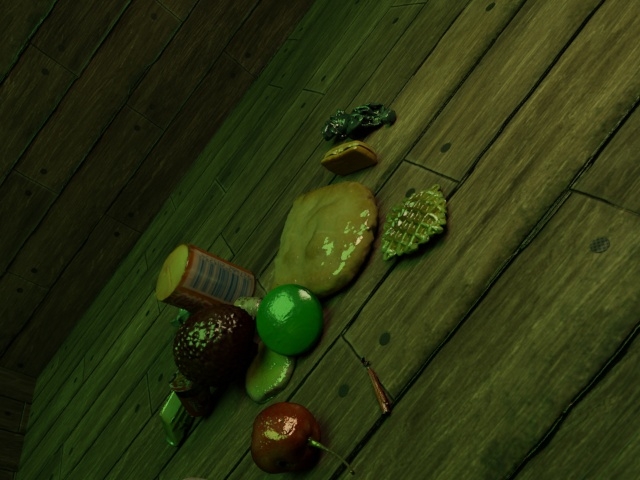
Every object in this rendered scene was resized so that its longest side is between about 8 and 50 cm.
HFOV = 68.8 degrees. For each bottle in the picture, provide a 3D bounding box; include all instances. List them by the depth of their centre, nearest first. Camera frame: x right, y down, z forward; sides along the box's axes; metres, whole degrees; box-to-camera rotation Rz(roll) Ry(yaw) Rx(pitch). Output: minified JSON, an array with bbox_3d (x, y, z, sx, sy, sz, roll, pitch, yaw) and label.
[{"bbox_3d":[-0.225,0.237,1.587,0.152,0.099,0.098,-3,58,47],"label":"bottle"}]

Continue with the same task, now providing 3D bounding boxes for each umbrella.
[{"bbox_3d":[0.138,-0.451,1.749,0.349,0.094,0.143,9,72,53],"label":"umbrella"}]

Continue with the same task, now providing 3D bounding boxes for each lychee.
[{"bbox_3d":[-0.323,0.318,1.452,0.261,0.261,0.260,-33,38,31],"label":"lychee"}]

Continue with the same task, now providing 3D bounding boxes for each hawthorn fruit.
[{"bbox_3d":[-0.037,0.468,1.089,0.286,0.165,0.165,-9,53,37],"label":"hawthorn fruit"}]

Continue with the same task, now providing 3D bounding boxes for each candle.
[{"bbox_3d":[0.130,0.336,1.095,0.026,0.021,0.167,-37,34,10],"label":"candle"}]

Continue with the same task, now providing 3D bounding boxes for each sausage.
[{"bbox_3d":[-0.423,0.164,1.731,0.233,0.287,0.233,-31,45,36],"label":"sausage"}]

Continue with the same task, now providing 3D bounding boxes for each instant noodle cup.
[{"bbox_3d":[-0.413,0.497,1.527,0.127,0.135,0.127,-10,25,4],"label":"instant noodle cup"}]

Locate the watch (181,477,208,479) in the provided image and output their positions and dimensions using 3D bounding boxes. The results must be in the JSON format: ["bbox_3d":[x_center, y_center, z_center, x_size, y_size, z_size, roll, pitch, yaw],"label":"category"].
[{"bbox_3d":[-0.279,0.665,1.119,0.231,0.244,0.196,26,83,51],"label":"watch"}]

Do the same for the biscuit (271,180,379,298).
[{"bbox_3d":[-0.001,-0.001,1.500,0.446,0.104,0.429,-9,54,50],"label":"biscuit"}]

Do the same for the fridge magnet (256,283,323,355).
[{"bbox_3d":[-0.088,0.230,1.362,0.208,0.088,0.207,-4,76,19],"label":"fridge magnet"}]

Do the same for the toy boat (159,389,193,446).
[{"bbox_3d":[-0.475,0.562,1.621,0.111,0.084,0.276,0,60,50],"label":"toy boat"}]

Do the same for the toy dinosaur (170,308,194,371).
[{"bbox_3d":[-0.524,0.336,1.817,0.205,0.092,0.392,-134,42,-74],"label":"toy dinosaur"}]

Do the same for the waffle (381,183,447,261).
[{"bbox_3d":[0.249,-0.049,1.263,0.208,0.054,0.214,-34,31,35],"label":"waffle"}]

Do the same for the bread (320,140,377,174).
[{"bbox_3d":[0.100,-0.288,1.622,0.201,0.116,0.077,-12,56,48],"label":"bread"}]

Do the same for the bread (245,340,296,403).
[{"bbox_3d":[-0.157,0.378,1.422,0.229,0.033,0.228,-32,38,29],"label":"bread"}]
